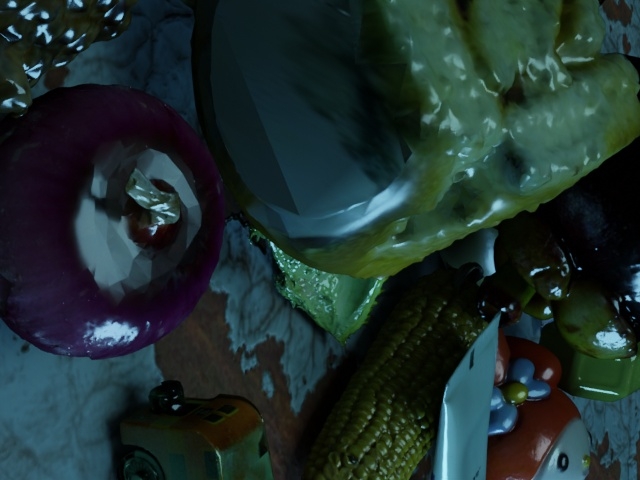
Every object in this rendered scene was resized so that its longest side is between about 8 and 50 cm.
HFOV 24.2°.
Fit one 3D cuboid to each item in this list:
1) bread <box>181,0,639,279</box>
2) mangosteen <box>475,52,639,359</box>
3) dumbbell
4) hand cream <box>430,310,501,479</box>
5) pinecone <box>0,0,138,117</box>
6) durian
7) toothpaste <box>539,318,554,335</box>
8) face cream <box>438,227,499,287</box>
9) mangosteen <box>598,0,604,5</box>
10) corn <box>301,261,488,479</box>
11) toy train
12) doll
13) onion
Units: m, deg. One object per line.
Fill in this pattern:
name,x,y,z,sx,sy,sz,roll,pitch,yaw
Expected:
bread,0.024,-0.174,1.076,0.264,0.239,0.395,-28,92,-50
mangosteen,0.267,-0.024,1.336,0.287,0.233,0.288,7,77,-32
dumbbell,0.306,0.015,1.543,0.108,0.121,0.302,-87,-171,-78
hand cream,0.128,0.217,1.350,0.109,0.067,0.321,-46,149,-45
pinecone,-0.195,-0.185,0.775,0.243,0.243,0.257,24,67,-55
durian,0.000,0.000,1.229,0.100,0.086,0.215,-55,137,-22
toothpaste,0.291,0.062,1.724,0.170,0.028,0.045,-27,121,-52
face cream,0.223,-0.057,1.561,0.348,0.081,0.173,-39,126,-50
mangosteen,0.154,-0.244,1.326,0.228,0.228,0.265,-24,121,-54
corn,0.076,0.136,1.326,0.293,0.106,0.106,-56,135,-39
toy train,-0.087,0.195,1.076,0.072,0.099,0.188,-25,113,-54
doll,0.200,0.201,1.492,0.161,0.130,0.290,-20,93,-57
onion,-0.139,-0.012,0.944,0.177,0.153,0.177,5,90,-70
